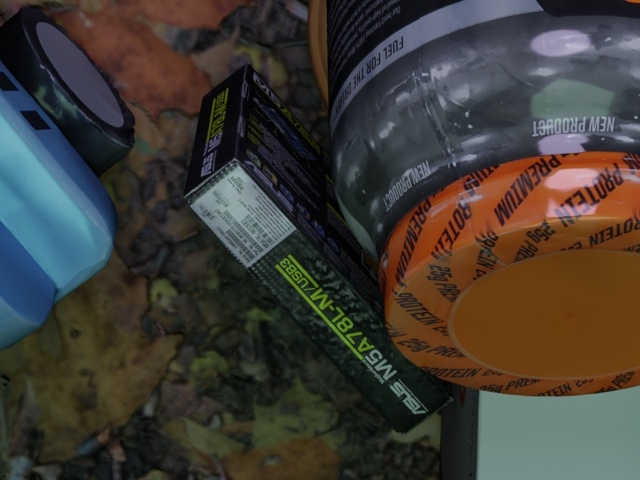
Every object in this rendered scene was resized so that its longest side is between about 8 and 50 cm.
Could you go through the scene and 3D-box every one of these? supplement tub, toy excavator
[{"bbox_3d":[0.105,-0.111,0.802,0.207,0.338,0.207,0,149,0],"label":"supplement tub"},{"bbox_3d":[-0.218,0.028,0.852,0.222,0.445,0.433,-34,108,11],"label":"toy excavator"}]

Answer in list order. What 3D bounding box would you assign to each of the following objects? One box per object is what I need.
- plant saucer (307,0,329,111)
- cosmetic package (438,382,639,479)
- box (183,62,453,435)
[{"bbox_3d":[0.092,-0.125,0.990,0.199,0.037,0.200,0,92,-2],"label":"plant saucer"},{"bbox_3d":[0.122,0.177,1.006,0.097,0.284,0.377,0,110,-1],"label":"cosmetic package"},{"bbox_3d":[0.000,0.000,0.989,0.045,0.184,0.191,-38,108,11],"label":"box"}]
